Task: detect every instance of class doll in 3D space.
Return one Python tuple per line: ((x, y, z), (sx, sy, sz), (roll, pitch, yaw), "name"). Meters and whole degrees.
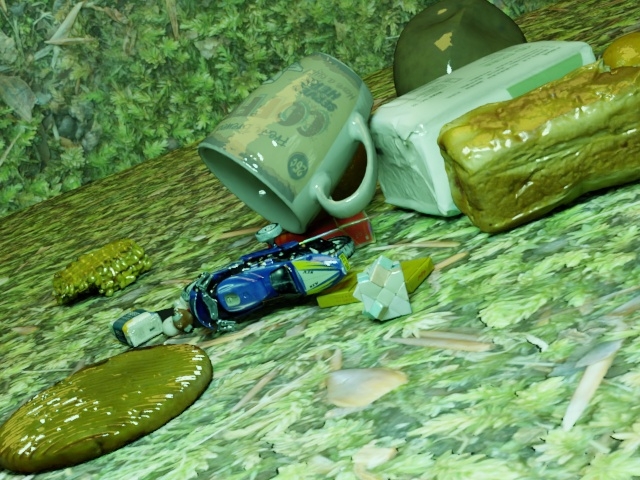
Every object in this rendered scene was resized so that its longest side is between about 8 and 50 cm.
((-0.217, 0.118, 1.942), (0.058, 0.040, 0.085), (-27, 18, 34), "doll")

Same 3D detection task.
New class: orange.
((-0.016, -0.116, 2.300), (0.237, 0.158, 0.179), (-29, 9, -17), "orange")
((0.555, -0.282, 2.153), (0.159, 0.159, 0.136), (-38, -19, -49), "orange")

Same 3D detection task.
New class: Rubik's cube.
((0.078, 0.064, 1.655), (0.073, 0.084, 0.075), (-16, -2, 3), "Rubik's cube")

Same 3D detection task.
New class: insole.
((-0.229, 0.126, 2.013), (0.080, 0.003, 0.232), (-33, 19, -38), "insole")

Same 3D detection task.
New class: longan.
((0.275, -0.337, 2.470), (0.288, 0.288, 0.350), (-15, 23, 23), "longan")

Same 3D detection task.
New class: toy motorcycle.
((-0.091, 0.060, 1.848), (0.315, 0.113, 0.169), (-16, 18, 27), "toy motorcycle")

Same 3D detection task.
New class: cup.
((-0.012, -0.159, 2.012), (0.301, 0.227, 0.257), (31, 78, 35), "cup")

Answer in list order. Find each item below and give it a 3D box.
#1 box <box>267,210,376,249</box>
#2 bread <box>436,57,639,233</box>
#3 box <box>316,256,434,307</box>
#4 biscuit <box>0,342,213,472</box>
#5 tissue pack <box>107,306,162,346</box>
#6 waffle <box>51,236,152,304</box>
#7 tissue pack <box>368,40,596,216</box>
((0.000, -0.001, 2.070), (0.175, 0.048, 0.112), (-21, 14, 0), "box")
((0.349, -0.143, 1.825), (0.344, 0.195, 0.149), (-19, 34, 4), "bread")
((0.079, 0.060, 1.784), (0.155, 0.023, 0.087), (-12, 14, 32), "box")
((-0.297, 0.219, 1.683), (0.318, 0.040, 0.318), (-20, 14, 5), "biscuit")
((-0.294, 0.137, 1.980), (0.062, 0.042, 0.083), (-31, 18, -25), "tissue pack")
((-0.428, 0.064, 2.401), (0.197, 0.070, 0.193), (-30, 17, -25), "waffle")
((0.273, -0.189, 2.091), (0.356, 0.194, 0.266), (-26, 15, -15), "tissue pack")
